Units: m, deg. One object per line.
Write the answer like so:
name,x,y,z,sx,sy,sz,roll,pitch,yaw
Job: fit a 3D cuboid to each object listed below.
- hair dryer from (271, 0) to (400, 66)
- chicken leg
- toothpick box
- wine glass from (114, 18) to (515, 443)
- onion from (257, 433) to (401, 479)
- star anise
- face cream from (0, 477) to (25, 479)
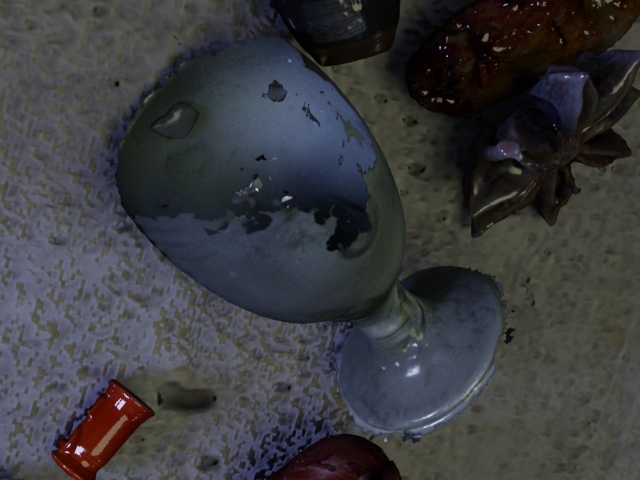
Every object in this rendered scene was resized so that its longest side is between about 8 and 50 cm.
hair dryer,-0.018,-0.239,0.930,0.120,0.359,0.304,-12,110,8
chicken leg,0.210,-0.207,1.189,0.322,0.177,0.083,-25,74,-19
toothpick box,-0.179,0.158,1.134,0.083,0.047,0.047,-50,125,-6
wine glass,-0.003,0.001,1.107,0.190,0.190,0.357,-48,130,-8
onion,-0.012,0.252,1.219,0.147,0.184,0.184,14,103,7
star anise,0.195,-0.088,1.216,0.230,0.081,0.262,-45,158,27
face cream,-0.404,0.232,1.004,0.385,0.086,0.136,8,105,-39
